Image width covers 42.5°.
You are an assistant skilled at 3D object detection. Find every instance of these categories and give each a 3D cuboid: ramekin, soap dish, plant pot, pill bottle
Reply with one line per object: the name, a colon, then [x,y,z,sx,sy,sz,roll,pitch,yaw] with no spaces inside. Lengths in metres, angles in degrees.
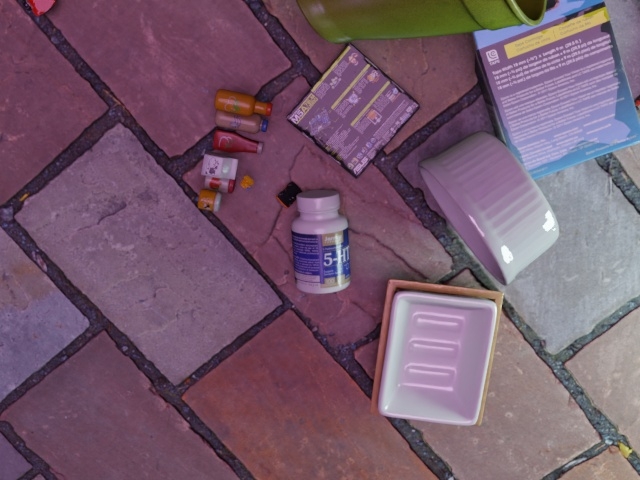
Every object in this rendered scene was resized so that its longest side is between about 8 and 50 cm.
ramekin: [0.310,-0.067,1.503,0.135,0.277,0.277,-36,101,3]
soap dish: [0.229,0.219,1.654,0.229,0.118,0.291,6,105,0]
plant pot: [0.141,-0.484,1.347,0.353,0.366,0.366,-11,106,29]
pill bottle: [0.000,0.000,1.605,0.112,0.112,0.186,-3,105,2]

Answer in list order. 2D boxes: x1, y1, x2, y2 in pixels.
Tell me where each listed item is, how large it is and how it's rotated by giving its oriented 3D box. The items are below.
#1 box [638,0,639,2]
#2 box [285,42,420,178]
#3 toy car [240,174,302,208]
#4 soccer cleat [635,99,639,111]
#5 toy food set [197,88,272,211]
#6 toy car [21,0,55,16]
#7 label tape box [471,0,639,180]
box: [0.599,-0.489,1.459,0.103,0.114,0.203,-41,100,12]
box: [0.062,-0.247,1.574,0.184,0.045,0.190,39,103,-6]
toy car: [-0.098,-0.104,1.613,0.122,0.060,0.040,30,147,-16]
soccer cleat: [0.667,-0.311,1.534,0.076,0.068,0.196,21,111,-9]
toy food set: [-0.160,-0.165,1.564,0.104,0.111,0.232,11,103,-1]
toy car: [-0.573,-0.553,1.503,0.239,0.053,0.225,20,104,-5]
label tape box: [0.423,-0.303,1.517,0.241,0.106,0.333,-19,103,7]
